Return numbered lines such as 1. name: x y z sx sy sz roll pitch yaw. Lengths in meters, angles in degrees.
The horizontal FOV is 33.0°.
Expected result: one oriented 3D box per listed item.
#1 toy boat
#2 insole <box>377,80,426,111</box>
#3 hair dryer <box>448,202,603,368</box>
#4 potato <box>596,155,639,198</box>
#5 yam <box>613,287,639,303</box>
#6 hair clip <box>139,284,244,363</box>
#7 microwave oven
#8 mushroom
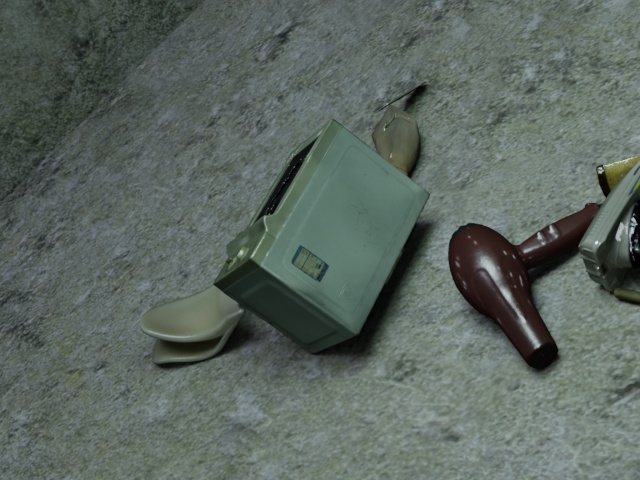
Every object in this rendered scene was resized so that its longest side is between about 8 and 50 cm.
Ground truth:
1. toy boat: 0.541 -0.043 1.795 0.269 0.141 0.141 -43 35 -11
2. insole: 0.189 -0.331 2.471 0.065 0.004 0.197 -31 3 40
3. hair dryer: 0.413 0.037 1.872 0.340 0.123 0.312 -29 45 -5
4. potato: 0.555 -0.115 1.912 0.103 0.066 0.096 -18 -5 35
5. yam: 0.526 0.095 1.744 0.116 0.021 0.021 13 59 48
6. hair clip: -0.262 0.174 2.303 0.282 0.113 0.172 -21 38 14
7. microwave oven: 0.000 0.000 2.096 0.218 0.286 0.355 -31 27 57
8. mushroom: 0.163 -0.203 2.352 0.108 0.096 0.247 -4 45 7
